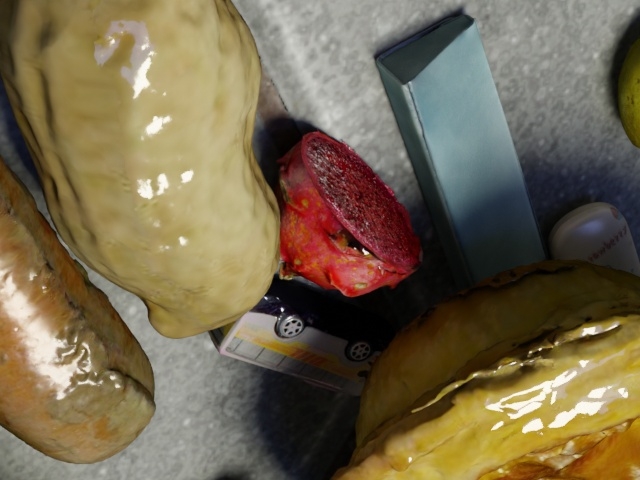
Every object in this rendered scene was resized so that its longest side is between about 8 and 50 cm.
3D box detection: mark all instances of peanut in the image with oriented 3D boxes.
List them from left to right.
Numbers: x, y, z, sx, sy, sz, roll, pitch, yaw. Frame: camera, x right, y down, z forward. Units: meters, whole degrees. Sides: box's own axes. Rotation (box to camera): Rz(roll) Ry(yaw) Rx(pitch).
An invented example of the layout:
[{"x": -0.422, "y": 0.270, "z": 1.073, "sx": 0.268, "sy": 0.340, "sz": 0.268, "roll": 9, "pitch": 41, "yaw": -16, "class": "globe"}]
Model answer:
[{"x": -0.126, "y": -0.084, "z": 1.310, "sx": 0.192, "sy": 0.169, "sz": 0.387, "roll": -52, "pitch": 143, "yaw": -39, "class": "peanut"}]

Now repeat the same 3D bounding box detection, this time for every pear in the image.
[{"x": 0.314, "y": -0.132, "z": 1.543, "sx": 0.107, "sy": 0.107, "sz": 0.131, "roll": 11, "pitch": 102, "yaw": -31, "class": "pear"}]

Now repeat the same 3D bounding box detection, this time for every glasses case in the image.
[{"x": 0.122, "y": -0.061, "z": 1.526, "sx": 0.105, "sy": 0.056, "sz": 0.266, "roll": -45, "pitch": 131, "yaw": -29, "class": "glasses case"}, {"x": 0.266, "y": 0.051, "z": 1.651, "sx": 0.081, "sy": 0.051, "sz": 0.204, "roll": -27, "pitch": 126, "yaw": -5, "class": "glasses case"}]

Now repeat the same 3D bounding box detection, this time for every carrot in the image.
[{"x": -0.238, "y": 0.050, "z": 1.352, "sx": 0.138, "sy": 0.139, "sz": 0.302, "roll": -35, "pitch": 119, "yaw": -6, "class": "carrot"}]

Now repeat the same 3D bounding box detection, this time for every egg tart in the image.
[{"x": 0.177, "y": 0.146, "z": 1.512, "sx": 0.443, "sy": 0.178, "sz": 0.443, "roll": -19, "pitch": 155, "yaw": -9, "class": "egg tart"}]

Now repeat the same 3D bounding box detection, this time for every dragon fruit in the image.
[{"x": 0.000, "y": 0.000, "z": 1.446, "sx": 0.153, "sy": 0.153, "sz": 0.111, "roll": 29, "pitch": 118, "yaw": -35, "class": "dragon fruit"}]

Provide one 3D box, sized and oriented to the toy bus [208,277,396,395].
[{"x": -0.014, "y": 0.084, "z": 1.525, "sx": 0.172, "sy": 0.057, "sz": 0.072, "roll": 21, "pitch": 115, "yaw": -34, "class": "toy bus"}]
